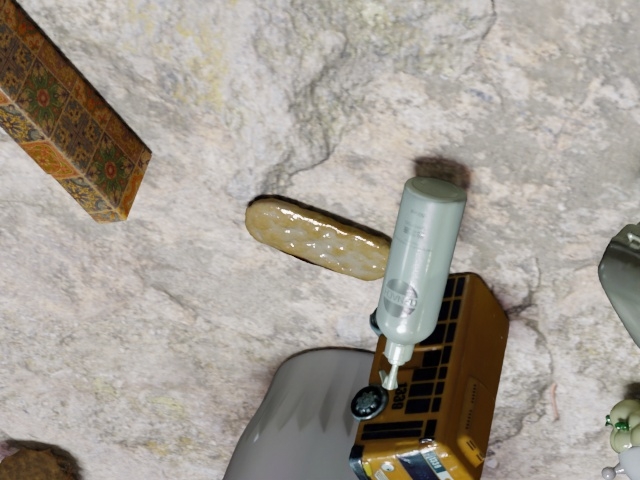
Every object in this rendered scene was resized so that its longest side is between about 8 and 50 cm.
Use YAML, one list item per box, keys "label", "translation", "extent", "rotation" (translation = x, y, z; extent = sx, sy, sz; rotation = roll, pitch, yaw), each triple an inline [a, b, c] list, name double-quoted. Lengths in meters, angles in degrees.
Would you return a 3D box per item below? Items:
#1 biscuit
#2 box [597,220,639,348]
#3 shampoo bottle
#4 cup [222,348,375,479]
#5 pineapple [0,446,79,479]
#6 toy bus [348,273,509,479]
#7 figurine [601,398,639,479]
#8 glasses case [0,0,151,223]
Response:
- label: "biscuit"
  translation: [0.000, 0.000, 1.754]
  extent: [0.147, 0.018, 0.071]
  rotation: [21, 144, -5]
- label: "box"
  translation: [0.334, 0.045, 1.508]
  extent: [0.210, 0.129, 0.148]
  rotation: [30, 163, 45]
- label: "shampoo bottle"
  translation: [0.080, 0.043, 1.660]
  extent: [0.056, 0.056, 0.195]
  rotation: [13, 112, 5]
- label: "cup"
  translation: [0.002, 0.313, 1.891]
  extent: [0.253, 0.371, 0.253]
  rotation: [11, 146, 7]
- label: "pineapple"
  translation: [-0.325, 0.355, 2.334]
  extent: [0.130, 0.119, 0.277]
  rotation: [-10, 144, 5]
- label: "toy bus"
  translation: [0.102, 0.137, 1.745]
  extent: [0.114, 0.201, 0.098]
  rotation: [-8, 140, 29]
- label: "figurine"
  translation: [0.364, 0.193, 1.818]
  extent: [0.197, 0.093, 0.147]
  rotation: [-1, 167, 10]
- label: "glasses case"
  translation: [-0.232, -0.108, 1.645]
  extent: [0.049, 0.075, 0.218]
  rotation: [-6, 141, 35]
